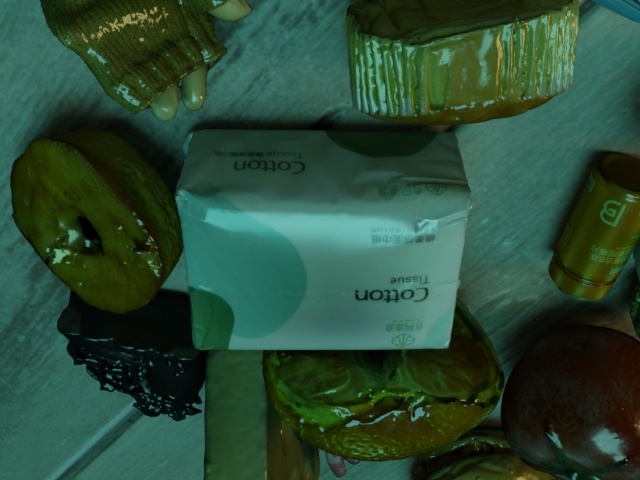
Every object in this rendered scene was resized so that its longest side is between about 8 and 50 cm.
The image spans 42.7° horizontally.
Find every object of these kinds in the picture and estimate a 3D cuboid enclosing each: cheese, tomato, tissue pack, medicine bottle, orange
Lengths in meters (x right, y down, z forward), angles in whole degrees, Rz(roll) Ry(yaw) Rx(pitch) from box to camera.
[{"bbox_3d":[-0.088,0.351,1.349,0.104,0.384,0.384,-6,131,13],"label":"cheese"},{"bbox_3d":[0.416,0.252,1.258,0.264,0.265,0.265,0,131,0],"label":"tomato"},{"bbox_3d":[0.000,0.001,1.070,0.356,0.194,0.266,0,130,-1],"label":"tissue pack"},{"bbox_3d":[0.387,-0.017,1.120,0.096,0.096,0.192,7,130,-6],"label":"medicine bottle"},{"bbox_3d":[0.088,0.189,1.173,0.334,0.263,0.196,-11,137,-5],"label":"orange"}]

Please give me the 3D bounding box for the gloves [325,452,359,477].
[{"bbox_3d":[0.065,0.299,1.355,0.145,0.126,0.241,17,103,-6],"label":"gloves"}]

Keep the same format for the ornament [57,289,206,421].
[{"bbox_3d":[-0.298,0.192,1.313,0.251,0.106,0.260,16,139,-4],"label":"ornament"}]

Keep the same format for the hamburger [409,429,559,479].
[{"bbox_3d":[0.306,0.471,1.511,0.318,0.158,0.319,-1,132,-2],"label":"hamburger"}]

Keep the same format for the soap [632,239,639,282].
[{"bbox_3d":[0.554,0.014,1.122,0.230,0.145,0.091,14,139,-6],"label":"soap"}]

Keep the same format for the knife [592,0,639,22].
[{"bbox_3d":[0.305,-0.303,0.911,0.222,0.031,0.064,23,124,-20],"label":"knife"}]

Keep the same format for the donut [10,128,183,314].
[{"bbox_3d":[-0.288,-0.026,1.054,0.253,0.118,0.253,17,132,20],"label":"donut"}]

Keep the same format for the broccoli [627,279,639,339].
[{"bbox_3d":[0.519,0.100,1.208,0.130,0.120,0.131,44,86,-14],"label":"broccoli"}]

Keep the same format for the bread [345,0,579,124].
[{"bbox_3d":[0.152,-0.208,0.900,0.250,0.179,0.133,-11,123,-2],"label":"bread"}]

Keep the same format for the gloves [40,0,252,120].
[{"bbox_3d":[-0.202,-0.293,0.838,0.203,0.155,0.356,-20,113,8],"label":"gloves"}]
